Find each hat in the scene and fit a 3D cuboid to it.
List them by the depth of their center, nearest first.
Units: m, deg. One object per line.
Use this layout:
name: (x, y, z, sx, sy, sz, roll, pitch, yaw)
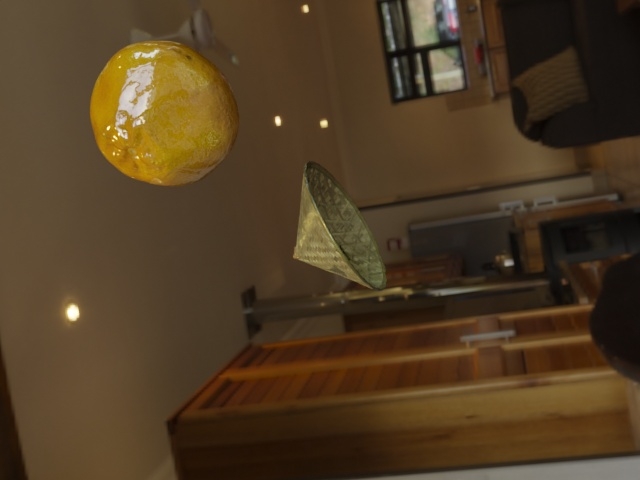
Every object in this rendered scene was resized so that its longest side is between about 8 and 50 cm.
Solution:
hat: (0.000, 0.000, 0.811, 0.146, 0.067, 0.146, 52, -162, -25)

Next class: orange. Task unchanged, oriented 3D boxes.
orange: (-0.165, -0.128, 0.861, 0.136, 0.159, 0.159, -61, -37, -47)
